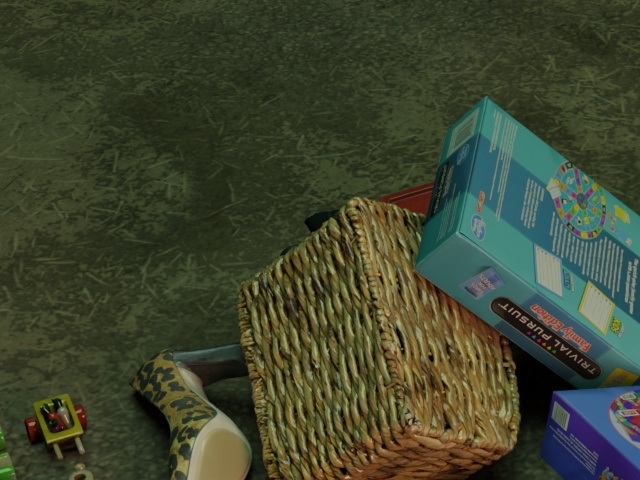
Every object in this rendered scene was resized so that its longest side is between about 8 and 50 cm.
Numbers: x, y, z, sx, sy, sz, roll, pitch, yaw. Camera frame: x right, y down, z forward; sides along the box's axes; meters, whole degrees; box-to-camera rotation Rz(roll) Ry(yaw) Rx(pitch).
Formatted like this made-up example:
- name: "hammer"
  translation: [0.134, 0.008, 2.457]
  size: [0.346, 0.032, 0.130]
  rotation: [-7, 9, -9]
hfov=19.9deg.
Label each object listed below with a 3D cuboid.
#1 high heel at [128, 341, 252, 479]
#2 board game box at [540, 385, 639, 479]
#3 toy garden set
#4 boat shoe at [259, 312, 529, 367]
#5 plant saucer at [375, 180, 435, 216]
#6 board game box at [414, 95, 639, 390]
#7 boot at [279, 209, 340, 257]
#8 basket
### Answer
- name: "high heel"
  translation: [-0.168, 0.227, 2.046]
  size: [0.186, 0.093, 0.261]
  rotation: [-13, 41, 33]
- name: "board game box"
  translation: [0.403, 0.251, 1.765]
  size: [0.233, 0.078, 0.347]
  rotation: [-2, 24, -24]
- name: "toy garden set"
  translation: [-0.339, 0.260, 2.007]
  size: [0.203, 0.049, 0.244]
  rotation: [-14, 35, -15]
- name: "boat shoe"
  translation: [0.083, 0.071, 2.181]
  size: [0.342, 0.123, 0.123]
  rotation: [8, 36, 17]
- name: "plant saucer"
  translation: [0.209, -0.016, 2.370]
  size: [0.258, 0.048, 0.259]
  rotation: [-17, 37, -19]
- name: "board game box"
  translation: [0.273, 0.027, 2.056]
  size: [0.336, 0.079, 0.254]
  rotation: [36, 38, -16]
- name: "boot"
  translation: [0.000, 0.000, 2.368]
  size: [0.121, 0.045, 0.099]
  rotation: [-3, 35, -12]
- name: "basket"
  translation: [0.066, 0.139, 2.007]
  size: [0.213, 0.223, 0.299]
  rotation: [14, 50, -40]
